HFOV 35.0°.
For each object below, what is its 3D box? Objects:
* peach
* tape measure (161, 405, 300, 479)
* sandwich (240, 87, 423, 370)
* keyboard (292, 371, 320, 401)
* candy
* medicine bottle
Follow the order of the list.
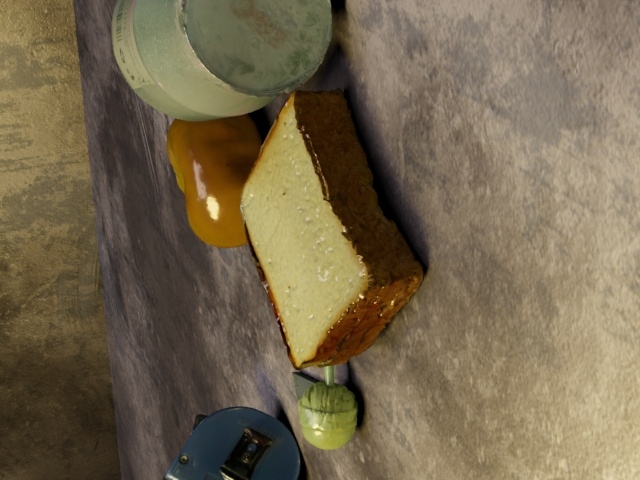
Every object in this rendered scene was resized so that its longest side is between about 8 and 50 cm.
[{"bbox_3d":[-0.164,-0.106,1.652,0.251,0.153,0.251,168,90,-85],"label":"peach"},{"bbox_3d":[-0.082,0.424,1.725,0.351,0.215,0.098,27,141,5],"label":"tape measure"},{"bbox_3d":[0.000,0.000,1.327,0.301,0.099,0.271,68,151,24],"label":"sandwich"},{"bbox_3d":[-0.004,0.246,1.593,0.176,0.014,0.055,-173,72,-67],"label":"keyboard"},{"bbox_3d":[0.008,0.132,1.456,0.092,0.093,0.336,-1,91,25],"label":"candy"},{"bbox_3d":[-0.128,-0.281,1.344,0.290,0.244,0.245,12,111,64],"label":"medicine bottle"}]
